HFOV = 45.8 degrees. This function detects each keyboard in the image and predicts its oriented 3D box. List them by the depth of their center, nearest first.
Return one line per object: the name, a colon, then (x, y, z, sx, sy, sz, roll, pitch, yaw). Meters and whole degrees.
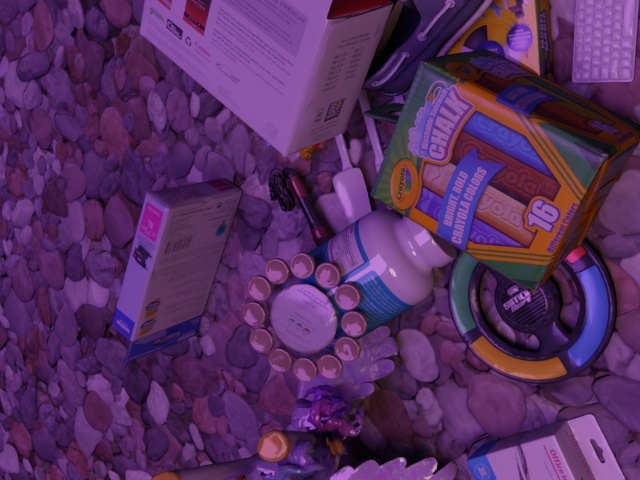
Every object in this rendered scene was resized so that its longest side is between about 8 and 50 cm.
keyboard: (0.343, -0.319, 0.902, 0.072, 0.014, 0.256, 7, 104, 35)

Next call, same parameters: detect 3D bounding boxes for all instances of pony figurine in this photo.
pony figurine: (-0.017, 0.319, 1.128, 0.350, 0.363, 0.303, -26, 76, 21)

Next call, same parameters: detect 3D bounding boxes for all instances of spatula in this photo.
spatula: (0.074, -0.158, 1.127, 0.168, 0.019, 0.242, -18, 89, 38)

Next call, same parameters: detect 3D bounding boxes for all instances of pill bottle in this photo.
pill bottle: (0.061, 0.053, 1.085, 0.264, 0.146, 0.146, -33, 79, 24)

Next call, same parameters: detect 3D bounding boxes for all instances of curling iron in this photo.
curling iron: (0.000, 0.000, 1.206, 0.274, 0.035, 0.068, 56, 146, 7)

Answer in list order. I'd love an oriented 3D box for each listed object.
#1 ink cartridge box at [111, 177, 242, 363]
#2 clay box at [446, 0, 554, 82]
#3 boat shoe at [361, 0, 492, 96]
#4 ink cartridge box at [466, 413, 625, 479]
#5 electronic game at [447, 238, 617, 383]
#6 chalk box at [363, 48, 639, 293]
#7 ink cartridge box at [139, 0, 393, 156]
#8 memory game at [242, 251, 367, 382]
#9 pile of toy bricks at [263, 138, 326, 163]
ink cartridge box: (-0.252, 0.051, 1.300, 0.065, 0.185, 0.311, 30, 116, 25)
clay box: (0.231, -0.224, 0.978, 0.127, 0.053, 0.222, -1, 98, 37)
boat shoe: (0.129, -0.303, 0.938, 0.116, 0.099, 0.319, 62, 144, 26)
ink cartridge box: (0.303, 0.313, 1.029, 0.180, 0.060, 0.104, -31, 80, 36)
electronic game: (0.276, 0.079, 1.010, 0.229, 0.048, 0.230, 8, 104, 35)
chalk box: (0.190, -0.108, 0.891, 0.288, 0.180, 0.179, 34, 124, 21)
ink cartridge box: (-0.074, -0.314, 0.975, 0.309, 0.130, 0.272, 42, 135, 21)
memory game: (-0.023, 0.106, 1.042, 0.186, 0.012, 0.186, 4, 102, 21)
pile of toy bricks: (-0.059, -0.235, 1.154, 0.105, 0.118, 0.212, -34, 69, 20)
